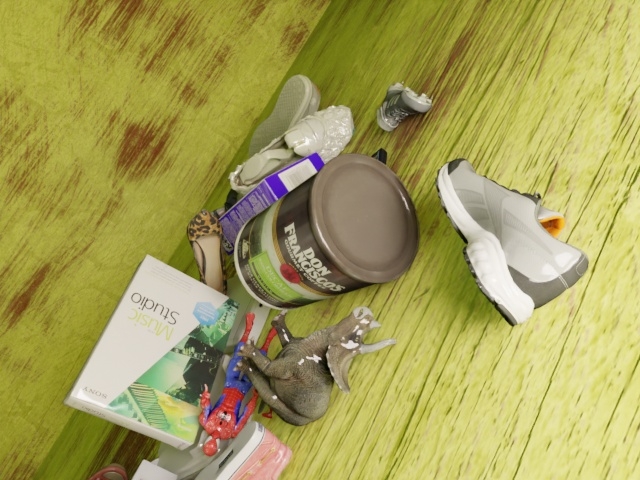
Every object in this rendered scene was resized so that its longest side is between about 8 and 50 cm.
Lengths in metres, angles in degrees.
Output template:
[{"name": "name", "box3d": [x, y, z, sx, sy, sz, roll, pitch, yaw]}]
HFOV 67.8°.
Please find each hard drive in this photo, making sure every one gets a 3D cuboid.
[{"name": "hard drive", "box3d": [-0.223, 0.182, 1.238, 0.353, 0.047, 0.233, -25, 37, 54]}]

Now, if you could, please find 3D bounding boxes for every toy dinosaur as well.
[{"name": "toy dinosaur", "box3d": [-0.041, 0.210, 0.697, 0.121, 0.160, 0.313, -31, -25, -56]}]

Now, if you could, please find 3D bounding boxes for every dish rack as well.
[{"name": "dish rack", "box3d": [-0.251, 0.379, 0.995, 0.333, 0.072, 0.285, -41, 27, 37]}]

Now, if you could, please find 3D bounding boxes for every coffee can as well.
[{"name": "coffee can", "box3d": [0.000, 0.000, 0.811, 0.275, 0.202, 0.201, -27, 36, 53]}]

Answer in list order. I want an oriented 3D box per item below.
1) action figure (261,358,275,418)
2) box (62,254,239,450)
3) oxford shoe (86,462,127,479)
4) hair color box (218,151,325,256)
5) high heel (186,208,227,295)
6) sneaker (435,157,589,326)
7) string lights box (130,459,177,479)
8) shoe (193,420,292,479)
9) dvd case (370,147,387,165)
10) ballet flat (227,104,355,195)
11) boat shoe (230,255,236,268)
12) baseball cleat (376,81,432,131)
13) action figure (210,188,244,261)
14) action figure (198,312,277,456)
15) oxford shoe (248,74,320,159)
[{"name": "action figure", "box3d": [-0.086, 0.262, 0.864, 0.038, 0.030, 0.115, -50, 20, 30]}, {"name": "box", "box3d": [-0.309, 0.209, 0.939, 0.058, 0.232, 0.321, -39, 28, 42]}, {"name": "oxford shoe", "box3d": [-0.615, 0.697, 1.256, 0.348, 0.123, 0.130, -51, 17, 10]}, {"name": "hair color box", "box3d": [-0.131, -0.085, 1.237, 0.185, 0.110, 0.339, -34, 5, -37]}, {"name": "high heel", "box3d": [-0.275, 0.051, 1.217, 0.261, 0.093, 0.186, 109, 143, -56]}, {"name": "sneaker", "box3d": [0.212, -0.021, 0.556, 0.108, 0.100, 0.271, -33, 32, 18]}, {"name": "string lights box", "box3d": [-0.367, 0.542, 0.901, 0.259, 0.077, 0.133, -57, 7, 35]}, {"name": "shoe", "box3d": [-0.125, 0.359, 0.711, 0.178, 0.081, 0.063, -47, 17, -2]}, {"name": "dvd case", "box3d": [0.050, -0.076, 1.056, 0.253, 0.022, 0.180, -38, 27, 40]}, {"name": "ballet flat", "box3d": [-0.090, -0.235, 1.316, 0.409, 0.147, 0.147, -31, 30, 23]}, {"name": "boat shoe", "box3d": [-0.164, 0.035, 1.326, 0.206, 0.064, 0.075, -31, -6, 29]}, {"name": "baseball cleat", "box3d": [0.178, -0.279, 1.029, 0.206, 0.072, 0.109, -98, 32, -66]}, {"name": "action figure", "box3d": [-0.264, -0.088, 1.531, 0.330, 0.179, 0.341, -49, 26, 21]}, {"name": "action figure", "box3d": [-0.145, 0.242, 0.865, 0.139, 0.092, 0.280, 113, 178, -48]}, {"name": "oxford shoe", "box3d": [-0.137, -0.436, 1.835, 0.130, 0.169, 0.449, -18, -26, -50]}]
